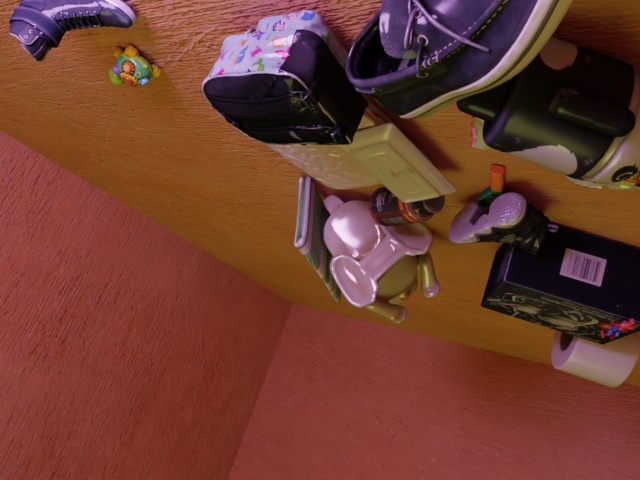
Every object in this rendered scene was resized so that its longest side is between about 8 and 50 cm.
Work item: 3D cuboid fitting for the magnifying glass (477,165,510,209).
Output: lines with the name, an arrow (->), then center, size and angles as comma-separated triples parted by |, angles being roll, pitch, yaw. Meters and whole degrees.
magnifying glass -> 0.395, -0.106, 1.363 | 0.092, 0.026, 0.231 | 15, 163, 21

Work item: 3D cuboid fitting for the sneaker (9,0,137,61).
sneaker -> -0.482, -0.409, 1.172 | 0.226, 0.163, 0.086 | 17, 163, 5

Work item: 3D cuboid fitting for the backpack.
backpack -> -0.068, -0.269, 1.063 | 0.254, 0.191, 0.225 | 0, 153, 36

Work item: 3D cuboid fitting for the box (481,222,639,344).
box -> 0.619, 0.110, 1.541 | 0.343, 0.179, 0.312 | 17, 166, 10

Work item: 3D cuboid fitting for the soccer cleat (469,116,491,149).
soccer cleat -> 0.297, -0.215, 1.045 | 0.076, 0.068, 0.196 | 1, 162, 12

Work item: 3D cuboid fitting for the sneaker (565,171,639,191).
sneaker -> 0.509, -0.138, 0.963 | 0.279, 0.107, 0.118 | 4, 149, 40

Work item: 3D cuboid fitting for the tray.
tray -> 0.161, -0.149, 1.287 | 0.145, 0.030, 0.270 | -10, 148, 39

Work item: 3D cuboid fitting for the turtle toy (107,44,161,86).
turtle toy -> -0.430, -0.383, 1.376 | 0.130, 0.066, 0.095 | 7, 160, 40

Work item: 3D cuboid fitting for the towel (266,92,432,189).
towel -> 0.036, -0.215, 1.335 | 0.317, 0.053, 0.332 | -5, 153, 42

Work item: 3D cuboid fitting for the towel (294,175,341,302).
towel -> 0.000, 0.000, 1.771 | 0.038, 0.247, 0.325 | -9, 145, 17

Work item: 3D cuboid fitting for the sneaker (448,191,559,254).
sneaker -> 0.416, -0.021, 1.399 | 0.153, 0.101, 0.268 | 25, 162, -16

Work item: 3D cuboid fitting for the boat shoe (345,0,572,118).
boat shoe -> 0.157, -0.281, 0.757 | 0.156, 0.186, 0.500 | 18, 171, -13

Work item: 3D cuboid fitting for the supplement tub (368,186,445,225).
supplement tub -> 0.213, -0.091, 1.496 | 0.106, 0.106, 0.198 | 28, 164, -27

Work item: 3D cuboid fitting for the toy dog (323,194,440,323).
toy dog -> 0.161, 0.069, 1.811 | 0.395, 0.284, 0.408 | 37, 175, 28

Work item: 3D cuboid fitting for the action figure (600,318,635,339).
action figure -> 0.676, 0.197, 1.378 | 0.038, 0.030, 0.115 | 14, 159, 1

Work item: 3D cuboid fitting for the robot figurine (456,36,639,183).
robot figurine -> 0.339, -0.184, 0.863 | 0.278, 0.209, 0.173 | 20, 141, 1

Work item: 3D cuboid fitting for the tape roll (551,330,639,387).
tape roll -> 0.814, 0.293, 1.808 | 0.169, 0.246, 0.246 | 19, 165, 7
